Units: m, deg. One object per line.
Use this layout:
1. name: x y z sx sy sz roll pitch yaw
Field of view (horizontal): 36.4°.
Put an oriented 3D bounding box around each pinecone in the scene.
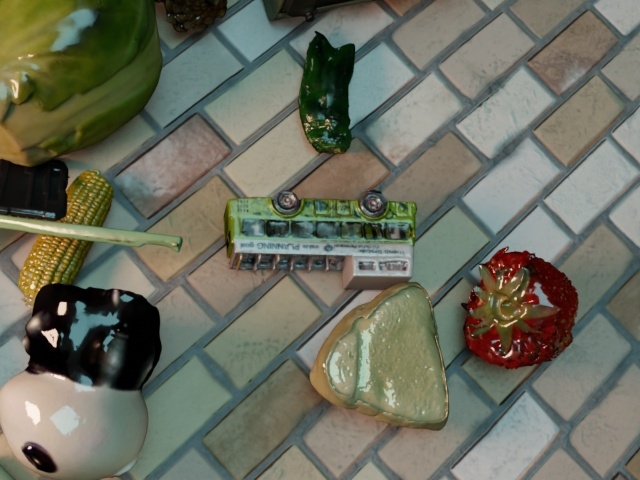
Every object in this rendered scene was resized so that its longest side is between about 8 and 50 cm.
1. pinecone: -0.217 -0.449 1.595 0.150 0.179 0.195 7 54 -1

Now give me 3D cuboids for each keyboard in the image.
1. keyboard: -0.417 -0.079 1.406 0.106 0.262 0.016 5 109 -16

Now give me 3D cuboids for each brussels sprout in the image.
1. brussels sprout: -0.395 -0.297 1.452 0.315 0.276 0.371 15 70 -4

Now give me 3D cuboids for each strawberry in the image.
1. strawberry: 0.327 0.112 1.546 0.201 0.184 0.187 11 62 -40

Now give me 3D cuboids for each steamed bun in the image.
1. steamed bun: 0.080 0.184 1.489 0.212 0.110 0.231 0 76 -24

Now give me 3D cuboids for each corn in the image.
1. corn: -0.383 0.000 1.465 0.080 0.080 0.238 24 66 -4

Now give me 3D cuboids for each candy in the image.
1. candy: -0.411 -0.024 1.391 0.440 0.119 0.119 5 70 8

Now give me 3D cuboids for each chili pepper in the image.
1. chili pepper: 0.012 -0.255 1.644 0.098 0.061 0.224 2 74 -5

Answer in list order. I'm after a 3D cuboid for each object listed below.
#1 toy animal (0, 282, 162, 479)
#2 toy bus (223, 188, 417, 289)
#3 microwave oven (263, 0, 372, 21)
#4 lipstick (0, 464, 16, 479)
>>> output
1. toy animal: -0.332 0.197 1.351 0.212 0.212 0.266 15 81 -7
2. toy bus: 0.000 0.000 1.536 0.302 0.113 0.139 2 72 -9
3. microwave oven: 0.096 -0.541 1.618 0.394 0.333 0.247 -16 81 -17
4. lipstick: -0.390 0.409 1.332 0.304 0.076 0.076 43 69 3
